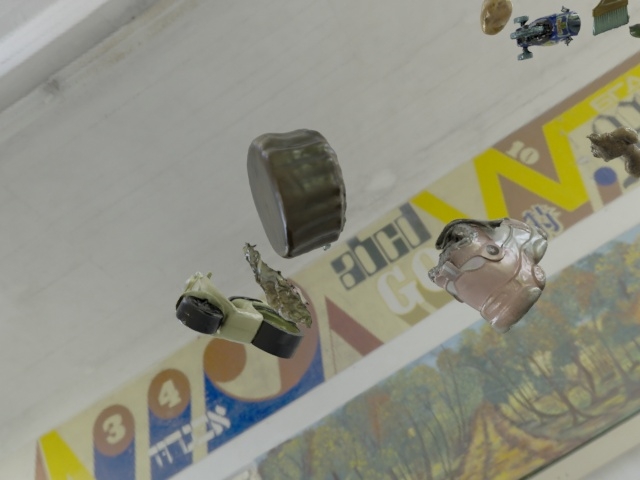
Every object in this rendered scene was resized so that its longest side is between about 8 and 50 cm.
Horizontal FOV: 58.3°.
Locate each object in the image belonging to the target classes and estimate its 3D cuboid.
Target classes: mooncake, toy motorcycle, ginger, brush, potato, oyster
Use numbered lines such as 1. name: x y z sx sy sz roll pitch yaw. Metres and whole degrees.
1. mooncake: -0.056 -0.110 1.304 0.161 0.290 0.290 -16 -29 -17
2. toy motorcycle: 0.606 -0.557 1.535 0.169 0.113 0.315 -6 13 27
3. ginger: 0.893 -0.262 1.721 0.133 0.059 0.214 -20 -52 34
4. brush: 0.630 -0.565 1.252 0.082 0.010 0.218 -17 -58 6
5. potato: 0.376 -0.486 1.235 0.062 0.068 0.083 -25 -41 -17
6. oyster: -0.100 0.093 1.203 0.072 0.133 0.209 -44 -53 -7

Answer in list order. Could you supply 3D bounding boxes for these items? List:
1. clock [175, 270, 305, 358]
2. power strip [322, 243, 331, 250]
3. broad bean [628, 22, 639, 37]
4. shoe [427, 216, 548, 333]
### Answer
1. clock: -0.220 0.191 1.466 0.379 0.276 0.120 28 -87 -37
2. power strip: 0.000 0.000 1.883 0.055 0.083 0.035 -22 -27 -52
3. broad bean: 0.870 -0.458 1.318 0.144 0.292 0.049 -40 -28 -34
4. shoe: 0.340 0.023 1.174 0.172 0.198 0.351 -56 0 25
